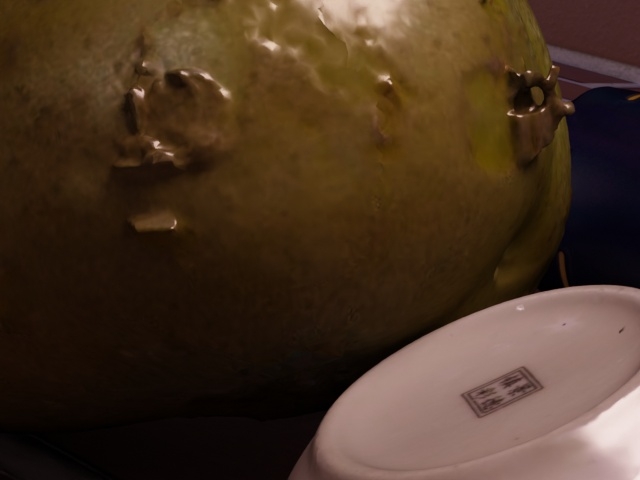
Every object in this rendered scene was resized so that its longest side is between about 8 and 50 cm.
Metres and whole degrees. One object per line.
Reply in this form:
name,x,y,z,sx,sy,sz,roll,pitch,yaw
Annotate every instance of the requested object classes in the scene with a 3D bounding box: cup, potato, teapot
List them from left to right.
potato,-0.070,-0.023,0.676,0.359,0.219,0.270,-12,-22,7
teapot,0.086,0.115,0.538,0.208,0.166,0.299,-13,25,-5
cup,0.291,0.023,1.104,0.256,0.255,0.178,19,53,39
